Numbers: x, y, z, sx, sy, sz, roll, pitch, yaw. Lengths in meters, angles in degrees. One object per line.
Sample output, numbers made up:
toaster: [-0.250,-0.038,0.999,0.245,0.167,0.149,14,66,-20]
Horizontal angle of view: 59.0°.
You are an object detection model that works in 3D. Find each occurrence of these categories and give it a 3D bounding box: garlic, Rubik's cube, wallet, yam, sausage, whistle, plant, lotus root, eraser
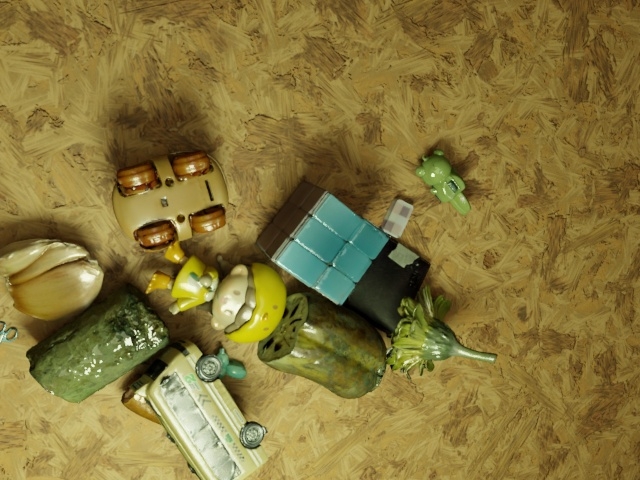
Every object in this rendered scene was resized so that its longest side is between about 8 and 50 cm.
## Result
garlic: [-0.632,0.086,1.356,0.228,0.110,0.217,-11,116,-5]
Rubik's cube: [0.000,0.000,1.486,0.231,0.221,0.224,36,89,-22]
wallet: [0.190,0.130,1.664,0.221,0.071,0.262,32,83,-21]
yam: [-0.525,0.251,1.375,0.300,0.195,0.195,-34,110,-8]
sausage: [-0.394,0.449,1.507,0.271,0.109,0.108,31,90,-21]
whistle: [0.366,-0.166,1.650,0.105,0.085,0.227,-45,110,-5]
plant: [0.319,0.311,1.642,0.297,0.306,0.261,47,112,17]
lotus root: [0.026,0.297,1.552,0.346,0.250,0.250,31,90,-21]
eraser: [0.224,-0.066,1.654,0.065,0.026,0.105,25,92,-24]

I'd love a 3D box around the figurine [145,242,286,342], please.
figurine: [-0.252,0.126,1.455,0.344,0.187,0.215,29,100,-14]

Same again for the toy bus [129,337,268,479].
toy bus: [-0.296,0.433,1.408,0.202,0.177,0.365,-35,101,-26]

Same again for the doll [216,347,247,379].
doll: [-0.303,0.367,1.548,0.159,0.059,0.158,-42,113,-5]

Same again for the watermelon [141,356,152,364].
watermelon: [-0.478,0.302,1.472,0.085,0.061,0.085,-5,101,-27]

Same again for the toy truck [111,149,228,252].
toy truck: [-0.348,-0.107,1.354,0.288,0.212,0.204,-19,106,-18]

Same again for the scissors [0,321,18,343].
scissors: [-0.795,0.256,1.381,0.058,0.014,0.119,37,85,-17]
